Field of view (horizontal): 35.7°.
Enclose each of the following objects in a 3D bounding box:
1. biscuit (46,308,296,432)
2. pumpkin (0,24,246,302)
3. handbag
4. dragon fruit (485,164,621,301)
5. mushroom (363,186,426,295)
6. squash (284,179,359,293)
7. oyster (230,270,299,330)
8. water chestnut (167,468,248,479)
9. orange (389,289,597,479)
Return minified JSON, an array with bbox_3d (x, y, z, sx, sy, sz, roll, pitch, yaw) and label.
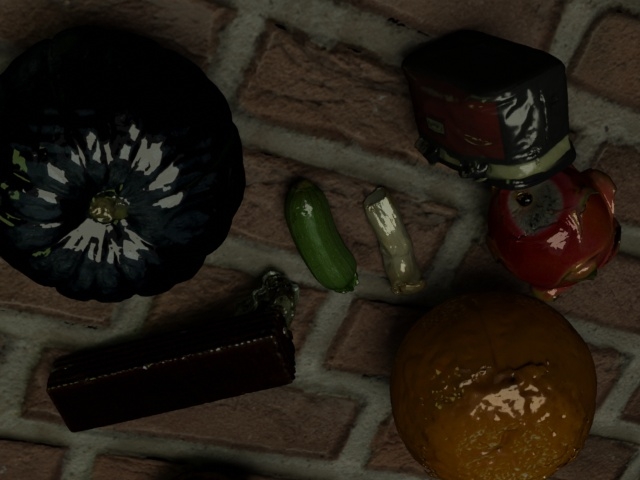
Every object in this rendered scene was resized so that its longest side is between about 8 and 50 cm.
[{"bbox_3d":[-0.228,0.203,1.545,0.388,0.073,0.107,-14,124,7],"label":"biscuit"},{"bbox_3d":[-0.279,-0.092,1.294,0.363,0.266,0.364,-7,125,-10],"label":"pumpkin"},{"bbox_3d":[0.232,-0.176,1.408,0.181,0.254,0.181,-30,123,-21],"label":"handbag"},{"bbox_3d":[0.364,-0.026,1.564,0.224,0.224,0.227,-35,154,5],"label":"dragon fruit"},{"bbox_3d":[0.119,0.006,1.604,0.059,0.054,0.202,-21,119,-3],"label":"mushroom"},{"bbox_3d":[0.000,0.000,1.550,0.077,0.068,0.219,-31,124,-4],"label":"squash"},{"bbox_3d":[-0.097,0.132,1.607,0.125,0.064,0.177,25,100,-42],"label":"oyster"},{"bbox_3d":[-0.185,0.497,1.691,0.223,0.224,0.238,-21,166,-4],"label":"water chestnut"},{"bbox_3d":[0.281,0.236,1.644,0.340,0.293,0.341,-1,128,-1],"label":"orange"}]
